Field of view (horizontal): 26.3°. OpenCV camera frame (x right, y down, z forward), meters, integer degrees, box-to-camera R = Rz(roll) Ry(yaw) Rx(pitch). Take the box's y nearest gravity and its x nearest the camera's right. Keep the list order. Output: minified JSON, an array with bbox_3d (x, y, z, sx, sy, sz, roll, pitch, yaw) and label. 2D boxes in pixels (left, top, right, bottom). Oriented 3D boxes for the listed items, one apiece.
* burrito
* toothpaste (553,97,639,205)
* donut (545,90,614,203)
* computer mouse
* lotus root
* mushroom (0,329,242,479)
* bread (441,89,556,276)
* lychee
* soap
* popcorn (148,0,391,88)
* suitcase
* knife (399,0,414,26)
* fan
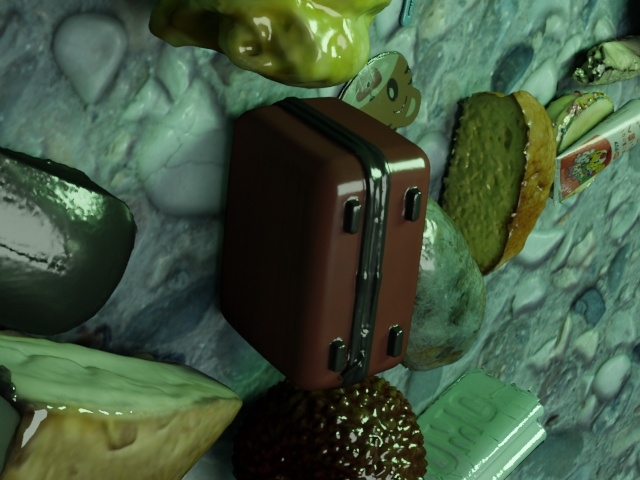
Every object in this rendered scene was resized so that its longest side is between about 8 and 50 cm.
[{"bbox_3d":[0.451,-0.269,2.050,0.229,0.058,0.063,-16,128,-40],"label":"burrito"},{"bbox_3d":[0.416,-0.144,1.985,0.234,0.057,0.089,-35,140,-20],"label":"toothpaste"},{"bbox_3d":[0.367,-0.143,2.021,0.174,0.068,0.174,-30,133,-38],"label":"donut"},{"bbox_3d":[-0.293,0.004,1.345,0.295,0.087,0.168,22,98,-51],"label":"computer mouse"},{"bbox_3d":[0.121,0.045,1.781,0.175,0.175,0.349,-47,140,-18],"label":"lotus root"},{"bbox_3d":[-0.260,0.248,1.421,0.397,0.224,0.313,7,105,-52],"label":"mushroom"},{"bbox_3d":[0.254,-0.091,1.877,0.134,0.129,0.260,-11,122,-46],"label":"bread"},{"bbox_3d":[0.025,0.269,1.750,0.271,0.271,0.271,-27,130,-37],"label":"lychee"},{"bbox_3d":[0.206,0.314,2.047,0.261,0.150,0.094,-40,140,-27],"label":"soap"},{"bbox_3d":[-0.046,-0.307,1.293,0.312,0.312,0.312,-27,130,-37],"label":"popcorn"},{"bbox_3d":[0.000,0.000,1.561,0.161,0.236,0.297,-13,122,-31],"label":"suitcase"},{"bbox_3d":[0.114,-0.308,1.679,0.027,0.010,0.096,-10,119,-45],"label":"knife"},{"bbox_3d":[0.057,-0.194,1.686,0.152,0.008,0.226,-45,140,-20],"label":"fan"}]
